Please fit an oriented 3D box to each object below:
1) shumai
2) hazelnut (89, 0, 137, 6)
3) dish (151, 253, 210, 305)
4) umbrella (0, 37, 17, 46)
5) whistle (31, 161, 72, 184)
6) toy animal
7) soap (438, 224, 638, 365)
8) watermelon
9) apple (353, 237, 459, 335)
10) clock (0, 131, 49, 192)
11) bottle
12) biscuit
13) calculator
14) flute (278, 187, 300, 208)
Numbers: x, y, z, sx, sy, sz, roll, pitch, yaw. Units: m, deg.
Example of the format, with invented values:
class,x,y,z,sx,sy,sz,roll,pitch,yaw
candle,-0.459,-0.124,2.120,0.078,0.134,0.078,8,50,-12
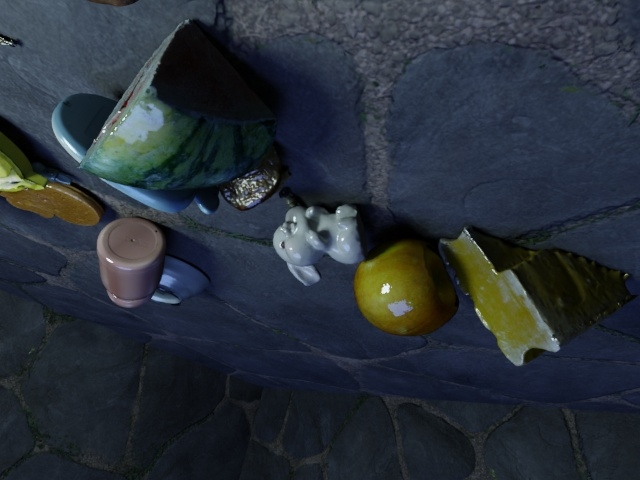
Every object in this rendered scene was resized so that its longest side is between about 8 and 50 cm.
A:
class,x,y,z,sx,sy,sz,roll,pitch,yaw
shumai,-0.134,-0.125,0.836,0.123,0.139,0.105,46,-178,-1
hazelnut,-0.242,-0.331,0.452,0.143,0.143,0.154,19,168,-9
dish,-0.551,0.147,1.508,0.317,0.106,0.316,11,152,6
umbrella,-0.535,-0.329,0.707,0.083,0.020,0.031,10,153,-5
whistle,-0.657,-0.162,1.055,0.100,0.035,0.035,23,151,-19
toy animal,0.007,0.004,0.933,0.193,0.127,0.178,-16,145,19
soap,0.475,0.064,0.954,0.339,0.304,0.169,-18,159,-30
watermelon,-0.209,-0.189,0.672,0.262,0.201,0.213,2,163,-42
apple,0.193,0.104,0.962,0.237,0.236,0.208,29,146,-27
clock,-0.787,-0.216,0.973,0.277,0.071,0.293,2,149,22
bottle,-0.548,0.067,1.265,0.173,0.206,0.296,-12,151,-29
biscuit,-0.728,-0.111,1.175,0.289,0.044,0.202,8,151,15
calculator,-0.306,-0.146,0.766,0.303,0.188,0.042,29,128,-28
flute,-0.027,-0.043,0.998,0.027,0.027,0.233,-3,148,29
